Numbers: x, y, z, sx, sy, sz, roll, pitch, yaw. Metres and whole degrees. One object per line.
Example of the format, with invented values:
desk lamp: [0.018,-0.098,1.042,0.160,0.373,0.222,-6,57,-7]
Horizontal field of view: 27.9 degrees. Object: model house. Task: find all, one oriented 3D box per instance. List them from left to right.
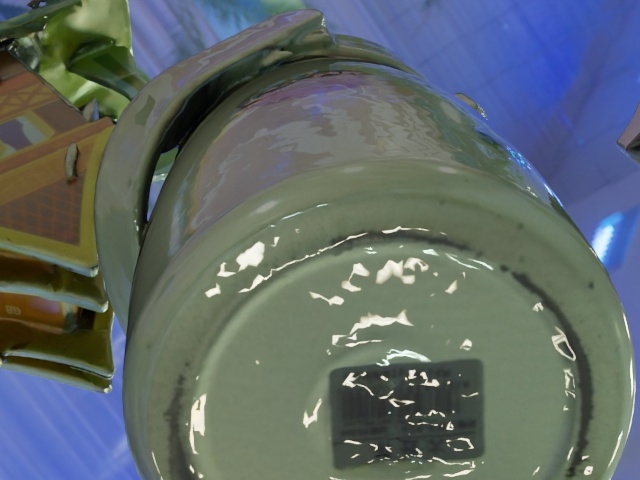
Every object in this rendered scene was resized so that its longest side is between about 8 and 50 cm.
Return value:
model house: [-0.208,-0.015,1.076,0.358,0.313,0.242,-27,142,-31]

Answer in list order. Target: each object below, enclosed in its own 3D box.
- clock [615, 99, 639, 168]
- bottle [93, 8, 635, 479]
clock: [0.372,-0.102,1.008,0.253,0.186,0.083,-47,-164,7]
bottle: [0.000,0.000,0.655,0.229,0.229,0.351,-34,-156,9]
